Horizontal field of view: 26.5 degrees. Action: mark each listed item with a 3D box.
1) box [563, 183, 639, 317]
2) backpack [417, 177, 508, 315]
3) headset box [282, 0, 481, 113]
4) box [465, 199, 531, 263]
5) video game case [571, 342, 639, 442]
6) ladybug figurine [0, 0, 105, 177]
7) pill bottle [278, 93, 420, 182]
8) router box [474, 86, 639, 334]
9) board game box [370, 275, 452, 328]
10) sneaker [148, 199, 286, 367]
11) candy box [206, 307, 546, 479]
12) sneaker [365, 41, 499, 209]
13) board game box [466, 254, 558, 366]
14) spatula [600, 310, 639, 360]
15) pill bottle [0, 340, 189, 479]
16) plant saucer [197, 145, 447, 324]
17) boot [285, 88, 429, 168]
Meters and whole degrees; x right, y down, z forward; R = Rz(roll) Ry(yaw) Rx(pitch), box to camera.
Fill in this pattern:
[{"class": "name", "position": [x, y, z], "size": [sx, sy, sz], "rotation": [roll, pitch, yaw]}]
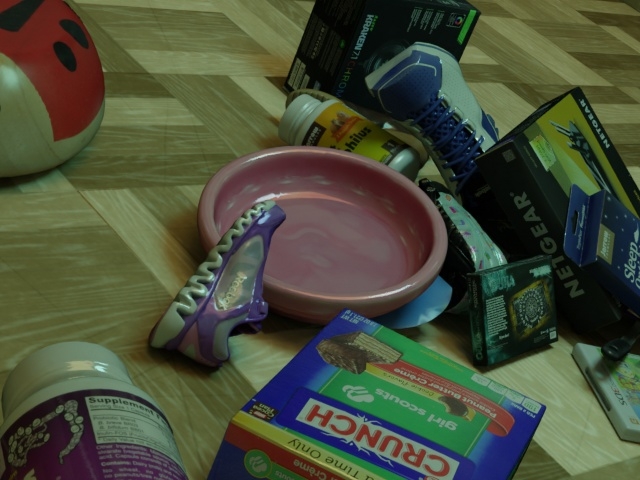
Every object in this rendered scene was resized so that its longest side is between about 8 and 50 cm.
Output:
[{"class": "box", "position": [0.442, 0.021, 1.980], "size": [0.225, 0.036, 0.136], "rotation": [36, 49, -25]}, {"class": "backpack", "position": [0.178, 0.021, 1.910], "size": [0.115, 0.152, 0.182], "rotation": [4, 38, -41]}, {"class": "headset box", "position": [0.115, -0.335, 2.393], "size": [0.283, 0.246, 0.131], "rotation": [1, 33, -39]}, {"class": "box", "position": [0.323, -0.005, 2.155], "size": [0.232, 0.059, 0.183], "rotation": [2, 34, -35]}, {"class": "video game case", "position": [0.475, 0.223, 1.894], "size": [0.212, 0.023, 0.193], "rotation": [13, 29, -20]}, {"class": "ladybug figurine", "position": [-0.440, -0.238, 1.868], "size": [0.305, 0.162, 0.449], "rotation": [20, 26, -5]}, {"class": "pill bottle", "position": [0.041, -0.141, 2.117], "size": [0.215, 0.117, 0.117], "rotation": [33, 28, 21]}, {"class": "router box", "position": [0.389, -0.050, 2.049], "size": [0.243, 0.081, 0.309], "rotation": [-38, 98, -48]}, {"class": "board game box", "position": [0.094, 0.069, 1.836], "size": [0.133, 0.033, 0.169], "rotation": [-22, 48, -27]}, {"class": "sneaker", "position": [-0.100, 0.057, 1.612], "size": [0.104, 0.095, 0.236], "rotation": [35, 61, -1]}, {"class": "candy box", "position": [0.066, 0.224, 1.450], "size": [0.268, 0.122, 0.317], "rotation": [25, 27, 13]}, {"class": "sneaker", "position": [0.213, -0.155, 2.065], "size": [0.315, 0.127, 0.182], "rotation": [39, 21, -46]}, {"class": "board game box", "position": [0.265, 0.093, 1.865], "size": [0.026, 0.126, 0.186], "rotation": [-1, 6, 40]}, {"class": "spatula", "position": [0.450, 0.140, 1.975], "size": [0.084, 0.030, 0.296], "rotation": [33, 20, 17]}, {"class": "pill bottle", "position": [-0.198, 0.227, 1.192], "size": [0.169, 0.169, 0.301], "rotation": [8, 29, -27]}, {"class": "plant saucer", "position": [0.000, 0.000, 1.800], "size": [0.332, 0.084, 0.332], "rotation": [6, 38, -5]}, {"class": "boot", "position": [0.073, -0.189, 2.293], "size": [0.248, 0.090, 0.207], "rotation": [29, 18, 8]}]
